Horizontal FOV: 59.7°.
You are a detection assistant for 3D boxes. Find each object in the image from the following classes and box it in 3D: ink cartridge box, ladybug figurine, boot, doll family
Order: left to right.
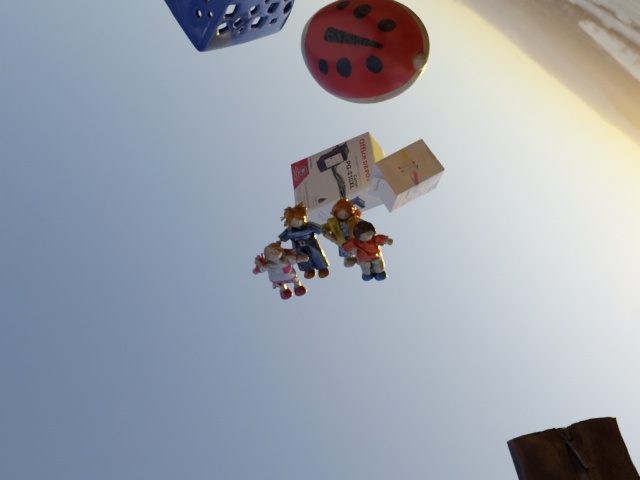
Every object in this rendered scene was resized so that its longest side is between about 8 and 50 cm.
[{"bbox_3d":[0.000,0.000,1.044,0.118,0.262,0.163,-97,-8,-47],"label":"doll family"},{"bbox_3d":[0.053,-0.153,1.451,0.100,0.237,0.172,39,-143,-53],"label":"ink cartridge box"},{"bbox_3d":[0.105,-0.554,1.586,0.449,0.305,0.161,23,-169,38],"label":"ladybug figurine"},{"bbox_3d":[0.175,-0.133,1.196,0.090,0.143,0.092,57,167,17],"label":"ink cartridge box"},{"bbox_3d":[0.218,0.297,0.532,0.248,0.090,0.207,-15,-119,-6],"label":"boot"}]

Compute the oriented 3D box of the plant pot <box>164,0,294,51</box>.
[{"bbox_3d":[-0.171,-0.538,1.073,0.236,0.212,0.236,-32,-92,-37],"label":"plant pot"}]
